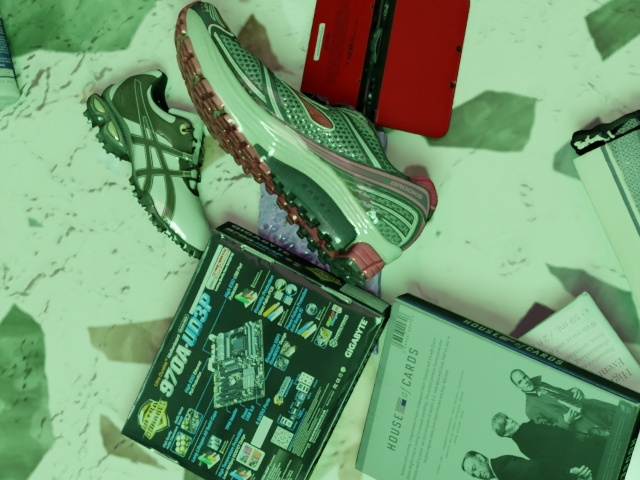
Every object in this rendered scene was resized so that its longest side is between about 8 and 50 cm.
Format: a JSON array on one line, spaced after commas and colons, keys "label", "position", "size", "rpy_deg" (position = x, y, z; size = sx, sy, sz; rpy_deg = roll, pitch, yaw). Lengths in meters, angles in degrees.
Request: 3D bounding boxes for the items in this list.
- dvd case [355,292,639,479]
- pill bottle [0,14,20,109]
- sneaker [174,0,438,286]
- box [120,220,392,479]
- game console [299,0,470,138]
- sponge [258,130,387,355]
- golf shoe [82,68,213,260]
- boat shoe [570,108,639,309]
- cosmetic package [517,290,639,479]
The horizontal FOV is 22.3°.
[{"label": "dvd case", "position": [0.151, 0.170, 1.417], "size": [0.238, 0.029, 0.179], "rpy_deg": [24, 115, 26]}, {"label": "pill bottle", "position": [-0.333, -0.186, 1.562], "size": [0.067, 0.067, 0.120], "rpy_deg": [-15, 84, 6]}, {"label": "sneaker", "position": [-0.023, -0.099, 1.463], "size": [0.112, 0.121, 0.299], "rpy_deg": [-39, 83, -12]}, {"label": "box", "position": [-0.059, 0.120, 1.482], "size": [0.175, 0.051, 0.220], "rpy_deg": [27, 103, 8]}, {"label": "game console", "position": [0.059, -0.175, 1.534], "size": [0.124, 0.085, 0.144], "rpy_deg": [7, 85, 40]}, {"label": "sponge", "position": [0.000, 0.000, 1.518], "size": [0.117, 0.031, 0.210], "rpy_deg": [2, 87, 9]}, {"label": "golf shoe", "position": [-0.137, -0.072, 1.521], "size": [0.094, 0.077, 0.198], "rpy_deg": [-34, 83, 4]}, {"label": "boat shoe", "position": [0.354, 0.028, 1.416], "size": [0.158, 0.127, 0.340], "rpy_deg": [-26, 82, 13]}, {"label": "cosmetic package", "position": [0.257, 0.172, 1.442], "size": [0.117, 0.085, 0.231], "rpy_deg": [-36, 80, 5]}]
